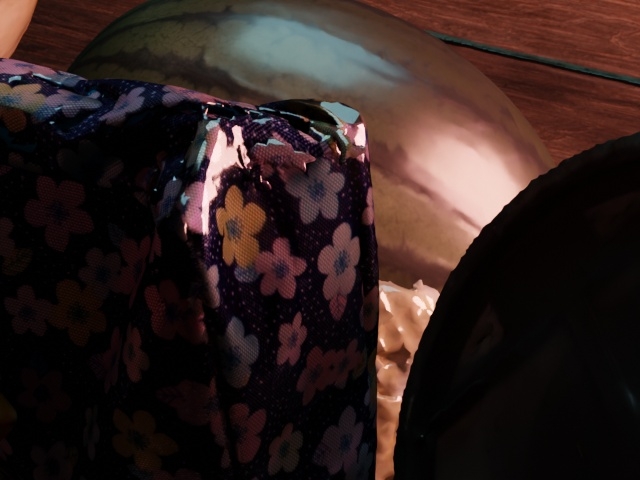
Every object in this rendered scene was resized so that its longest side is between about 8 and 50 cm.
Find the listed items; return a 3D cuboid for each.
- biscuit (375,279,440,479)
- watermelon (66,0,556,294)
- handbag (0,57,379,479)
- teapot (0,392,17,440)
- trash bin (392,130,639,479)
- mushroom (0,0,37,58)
[{"bbox_3d":[-0.155,0.037,0.670,0.426,0.144,0.078,15,0,-10],"label":"biscuit"},{"bbox_3d":[0.000,0.000,0.866,0.359,0.279,0.279,25,-2,-17],"label":"watermelon"},{"bbox_3d":[-0.078,0.034,0.531,0.208,0.229,0.127,19,42,32],"label":"handbag"},{"bbox_3d":[-0.213,0.045,0.404,0.252,0.135,0.178,-6,-23,-28],"label":"teapot"},{"bbox_3d":[0.192,0.095,0.525,0.262,0.217,0.277,14,27,-40],"label":"trash bin"},{"bbox_3d":[-0.249,-0.231,0.712,0.294,0.362,0.362,-32,22,-20],"label":"mushroom"}]
